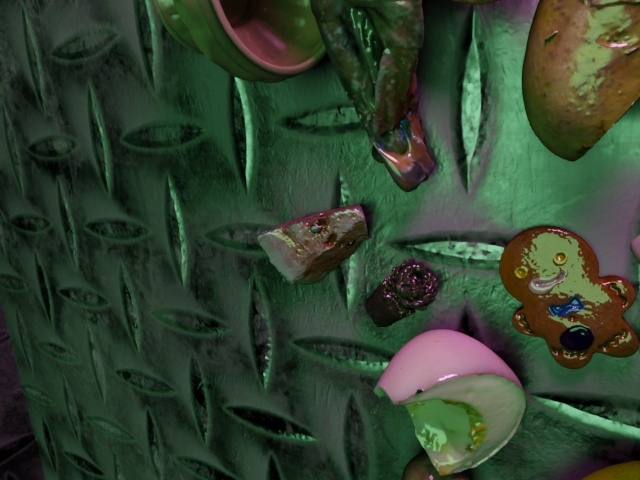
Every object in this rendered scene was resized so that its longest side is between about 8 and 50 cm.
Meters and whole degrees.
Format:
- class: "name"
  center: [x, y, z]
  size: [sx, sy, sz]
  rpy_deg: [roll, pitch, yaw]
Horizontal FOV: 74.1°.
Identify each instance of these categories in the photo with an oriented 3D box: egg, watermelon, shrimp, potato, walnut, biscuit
- class: "egg"
  center: [0.220, 0.250, 0.736]
  size: [0.206, 0.161, 0.271]
  rpy_deg: [-36, 122, 10]
- class: "watermelon"
  center: [0.000, 0.000, 0.851]
  size: [0.241, 0.094, 0.154]
  rpy_deg: [-30, 94, 31]
- class: "shrimp"
  center: [0.089, -0.280, 0.619]
  size: [0.221, 0.110, 0.445]
  rpy_deg: [31, 151, 56]
- class: "potato"
  center: [0.355, -0.248, 0.532]
  size: [0.176, 0.141, 0.297]
  rpy_deg: [19, 121, 28]
- class: "walnut"
  center: [0.222, 0.490, 0.813]
  size: [0.140, 0.140, 0.162]
  rpy_deg: [15, 101, 27]
- class: "biscuit"
  center: [0.380, 0.088, 0.667]
  size: [0.180, 0.039, 0.236]
  rpy_deg: [-34, 83, 34]

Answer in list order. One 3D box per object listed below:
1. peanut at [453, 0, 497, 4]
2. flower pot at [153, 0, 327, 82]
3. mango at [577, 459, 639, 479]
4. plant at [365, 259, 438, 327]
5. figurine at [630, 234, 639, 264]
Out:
- class: "peanut"
  center: [0.168, -0.414, 0.582]
  size: [0.319, 0.148, 0.147]
  rpy_deg: [31, 118, 34]
- class: "flower pot"
  center: [-0.135, -0.420, 0.695]
  size: [0.244, 0.308, 0.307]
  rpy_deg: [20, 114, 42]
- class: "mango"
  center: [0.461, 0.461, 0.645]
  size: [0.192, 0.156, 0.342]
  rpy_deg: [37, 118, 17]
- class: "plant"
  center: [0.147, 0.099, 0.781]
  size: [0.143, 0.092, 0.094]
  rpy_deg: [-43, 72, 38]
- class: "figurine"
  center: [0.504, 0.097, 0.445]
  size: [0.343, 0.285, 0.166]
  rpy_deg: [19, 114, 28]
